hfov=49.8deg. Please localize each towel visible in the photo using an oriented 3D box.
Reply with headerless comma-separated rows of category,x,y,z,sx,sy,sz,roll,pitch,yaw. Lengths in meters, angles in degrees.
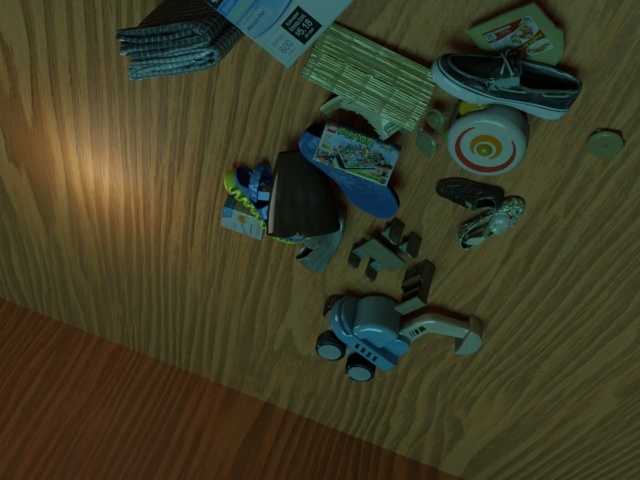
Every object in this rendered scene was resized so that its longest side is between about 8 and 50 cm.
towel,-0.326,-0.508,1.658,0.284,0.235,0.121,-1,133,25

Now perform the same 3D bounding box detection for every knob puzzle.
knob puzzle,0.451,-0.437,1.526,0.213,0.030,0.213,16,155,8

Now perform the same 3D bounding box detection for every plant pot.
plant pot,-0.056,-0.140,1.972,0.215,0.215,0.230,2,103,24

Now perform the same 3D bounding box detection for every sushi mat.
sushi mat,0.117,-0.397,1.660,0.316,0.019,0.151,27,106,4

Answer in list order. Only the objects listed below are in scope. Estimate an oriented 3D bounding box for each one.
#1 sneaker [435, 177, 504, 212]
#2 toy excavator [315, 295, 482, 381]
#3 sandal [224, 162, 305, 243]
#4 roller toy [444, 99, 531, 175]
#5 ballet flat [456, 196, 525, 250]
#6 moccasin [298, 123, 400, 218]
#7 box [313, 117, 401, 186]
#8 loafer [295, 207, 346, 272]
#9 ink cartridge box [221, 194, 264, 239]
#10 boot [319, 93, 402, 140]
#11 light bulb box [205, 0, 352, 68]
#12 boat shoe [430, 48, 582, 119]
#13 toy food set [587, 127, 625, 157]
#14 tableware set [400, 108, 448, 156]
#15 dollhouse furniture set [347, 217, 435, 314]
sneaker,0.404,-0.121,1.887,0.188,0.071,0.066,7,139,17
toy excavator,0.267,0.314,2.375,0.433,0.222,0.445,37,131,-20
sandal,-0.146,-0.118,2.105,0.317,0.126,0.138,43,130,-16
roller toy,0.406,-0.260,1.664,0.191,0.146,0.209,20,141,3
ballet flat,0.479,-0.036,1.946,0.091,0.077,0.241,35,139,-14
moccasin,0.098,-0.206,1.908,0.138,0.117,0.342,-34,111,33
box,0.095,-0.231,1.807,0.207,0.036,0.114,19,106,-6
loafer,0.000,0.000,2.191,0.111,0.112,0.319,18,143,-7
ink cartridge box,-0.228,-0.069,2.259,0.181,0.061,0.104,19,142,4
boot,0.115,-0.326,1.763,0.213,0.077,0.165,-20,114,36
light bulb box,-0.079,-0.622,1.412,0.361,0.225,0.358,35,140,-17
boat shoe,0.418,-0.371,1.539,0.335,0.121,0.119,11,150,-7
toy food set,0.687,-0.233,1.661,0.083,0.020,0.082,19,141,5
tableware set,0.248,-0.301,1.747,0.169,0.020,0.141,43,145,18
dollhouse furniture set,0.225,0.090,2.147,0.242,0.161,0.212,37,140,-18
